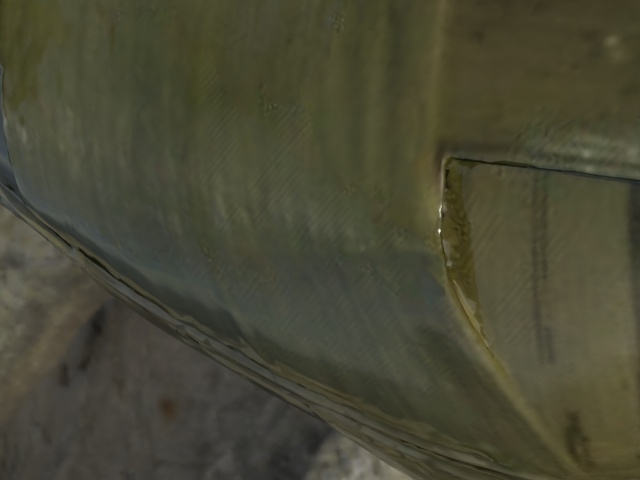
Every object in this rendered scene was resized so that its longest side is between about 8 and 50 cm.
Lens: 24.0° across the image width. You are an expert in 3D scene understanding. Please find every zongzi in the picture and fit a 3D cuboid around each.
[{"bbox_3d":[0.000,0.000,0.547,0.447,0.181,0.418,18,145,35],"label":"zongzi"}]
